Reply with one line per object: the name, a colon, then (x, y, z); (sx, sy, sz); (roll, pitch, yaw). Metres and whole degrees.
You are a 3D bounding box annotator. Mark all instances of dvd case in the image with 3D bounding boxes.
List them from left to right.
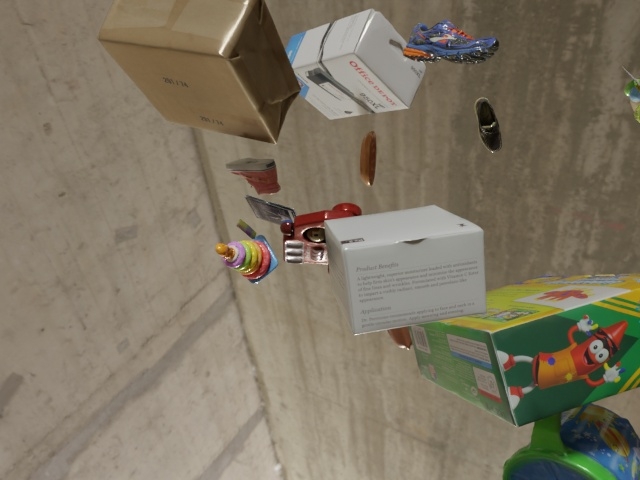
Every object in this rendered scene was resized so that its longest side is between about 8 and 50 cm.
dvd case: (-0.184, -0.108, 2.146); (0.018, 0.221, 0.164); (-63, -23, -21)

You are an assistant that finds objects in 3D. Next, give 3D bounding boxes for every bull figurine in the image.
bull figurine: (0.218, 0.175, 1.580); (0.188, 0.101, 0.310); (-93, -10, -62)

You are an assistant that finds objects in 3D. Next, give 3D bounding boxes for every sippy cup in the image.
sippy cup: (0.509, 0.443, 1.039); (0.224, 0.240, 0.305); (-31, -42, -42)

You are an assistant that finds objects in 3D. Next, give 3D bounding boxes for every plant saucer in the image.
plant saucer: (0.172, -0.295, 1.931); (0.200, 0.037, 0.199); (4, -90, -78)

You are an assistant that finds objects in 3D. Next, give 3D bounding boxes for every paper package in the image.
paper package: (-0.247, -0.380, 1.165); (0.309, 0.325, 0.168); (58, -130, -62)

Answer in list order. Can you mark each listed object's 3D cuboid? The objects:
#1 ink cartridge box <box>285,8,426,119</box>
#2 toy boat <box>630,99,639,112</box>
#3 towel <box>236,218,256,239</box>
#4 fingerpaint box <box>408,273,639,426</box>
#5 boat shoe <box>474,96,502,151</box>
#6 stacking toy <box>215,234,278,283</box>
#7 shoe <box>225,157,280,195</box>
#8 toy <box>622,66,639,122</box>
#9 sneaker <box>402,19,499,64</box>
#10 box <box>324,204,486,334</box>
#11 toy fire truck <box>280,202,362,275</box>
ink cartridge box: (0.092, -0.551, 1.732); (0.285, 0.395, 0.166); (32, -105, -37)
toy boat: (1.038, -0.359, 1.585); (0.318, 0.148, 0.267); (11, -129, -61)
towel: (-0.270, -0.041, 1.951); (0.009, 0.083, 0.060); (-44, 18, 21)
fingerpaint box: (0.419, 0.185, 1.045); (0.445, 0.371, 0.163); (153, 103, -80)
boat shoe: (0.445, -0.304, 1.424); (0.152, 0.056, 0.049); (65, -161, -13)
stacking toy: (-0.323, 0.061, 2.132); (0.166, 0.175, 0.302); (-38, -23, 15)
shoe: (-0.166, -0.156, 1.310); (0.063, 0.178, 0.081); (-30, -64, -37)
toy: (0.713, -0.268, 1.151); (0.137, 0.056, 0.237); (33, -142, -25)
sneaker: (0.278, -0.432, 1.154); (0.083, 0.221, 0.087); (-6, -71, -51)
box: (0.109, 0.032, 0.744); (0.182, 0.181, 0.119); (-118, 21, -75)
toy fire truck: (0.000, 0.000, 1.700); (0.302, 0.254, 0.169); (94, 178, -62)
